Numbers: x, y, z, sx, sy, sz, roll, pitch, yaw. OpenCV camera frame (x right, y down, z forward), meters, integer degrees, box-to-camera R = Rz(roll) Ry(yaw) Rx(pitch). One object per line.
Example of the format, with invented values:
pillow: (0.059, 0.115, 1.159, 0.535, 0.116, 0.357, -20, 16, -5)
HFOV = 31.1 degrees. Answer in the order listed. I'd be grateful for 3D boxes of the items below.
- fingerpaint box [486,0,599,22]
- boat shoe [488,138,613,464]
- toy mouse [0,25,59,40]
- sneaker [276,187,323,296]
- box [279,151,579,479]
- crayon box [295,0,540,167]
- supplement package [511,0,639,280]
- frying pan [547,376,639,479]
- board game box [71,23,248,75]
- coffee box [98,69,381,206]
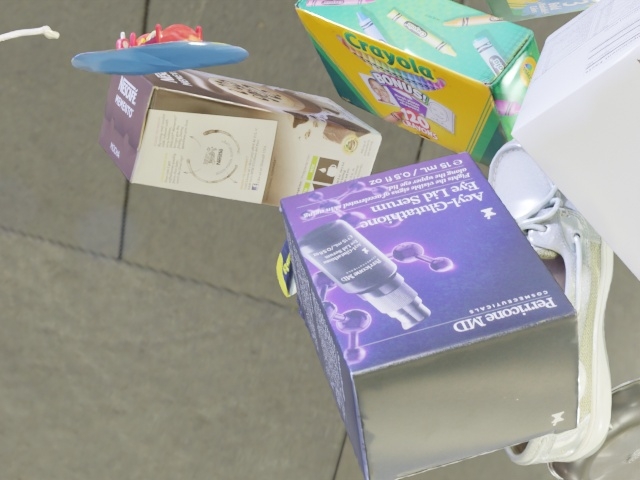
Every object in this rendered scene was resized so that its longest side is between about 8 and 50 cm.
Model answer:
fingerpaint box: (0.346, -0.398, 1.300, 0.371, 0.445, 0.163, -7, 83, 15)
boat shoe: (0.205, 0.051, 1.097, 0.118, 0.103, 0.320, -7, 81, 43)
toy mouse: (-0.173, -0.077, 0.437, 0.143, 0.161, 0.031, -5, 151, 7)
sneaker: (0.000, 0.000, 1.195, 0.059, 0.053, 0.144, 0, 139, -25)
box: (0.071, 0.048, 0.805, 0.153, 0.207, 0.108, -15, 127, -8)
crayon box: (0.118, -0.189, 1.263, 0.278, 0.081, 0.165, 30, 162, 36)
supplement package: (0.303, -0.111, 1.041, 0.149, 0.203, 0.194, -35, 105, 35)
frying pan: (0.335, 0.191, 1.283, 0.197, 0.053, 0.326, -28, 139, 3)
board game box: (-0.155, -0.189, 1.100, 0.168, 0.133, 0.033, -5, 88, 17)
coffee box: (-0.101, -0.126, 1.401, 0.297, 0.168, 0.119, 8, 108, -28)
